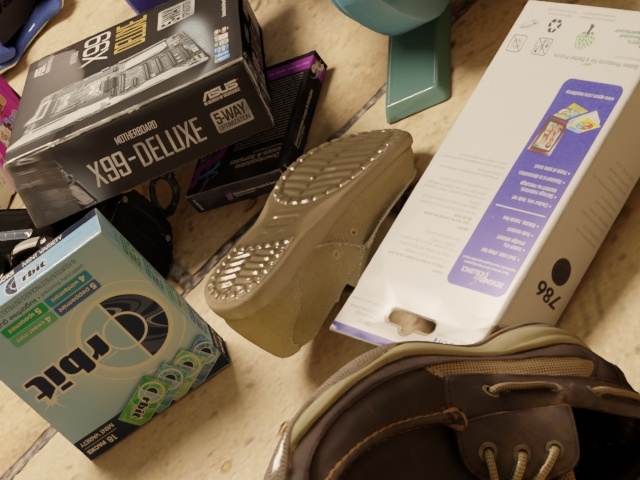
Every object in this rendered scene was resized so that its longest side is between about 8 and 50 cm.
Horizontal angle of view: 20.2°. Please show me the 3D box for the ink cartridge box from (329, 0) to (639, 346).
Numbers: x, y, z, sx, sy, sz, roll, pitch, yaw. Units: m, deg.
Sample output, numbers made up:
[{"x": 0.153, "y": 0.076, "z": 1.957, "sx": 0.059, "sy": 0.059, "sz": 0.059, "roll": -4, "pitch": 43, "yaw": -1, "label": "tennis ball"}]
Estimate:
[{"x": 0.155, "y": -0.037, "z": 1.415, "sx": 0.165, "sy": 0.065, "sz": 0.332, "roll": 18, "pitch": 71, "yaw": 50, "label": "ink cartridge box"}]

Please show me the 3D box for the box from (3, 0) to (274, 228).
[{"x": -0.173, "y": -0.144, "z": 1.747, "sx": 0.242, "sy": 0.076, "sz": 0.307, "roll": -23, "pitch": 23, "yaw": 6, "label": "box"}]

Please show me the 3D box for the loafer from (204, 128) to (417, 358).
[{"x": 0.000, "y": 0.000, "z": 1.521, "sx": 0.102, "sy": 0.092, "sz": 0.268, "roll": 1, "pitch": 37, "yaw": 42, "label": "loafer"}]

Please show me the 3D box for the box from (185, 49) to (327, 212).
[{"x": -0.061, "y": -0.106, "z": 1.739, "sx": 0.116, "sy": 0.029, "sz": 0.162, "roll": -15, "pitch": 42, "yaw": 33, "label": "box"}]

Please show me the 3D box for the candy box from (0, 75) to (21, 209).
[{"x": -0.405, "y": -0.084, "z": 1.925, "sx": 0.071, "sy": 0.159, "sz": 0.233, "roll": -12, "pitch": 44, "yaw": 36, "label": "candy box"}]

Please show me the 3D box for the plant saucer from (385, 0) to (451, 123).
[{"x": 0.091, "y": -0.190, "z": 1.696, "sx": 0.067, "sy": 0.018, "sz": 0.192, "roll": -22, "pitch": 40, "yaw": 25, "label": "plant saucer"}]

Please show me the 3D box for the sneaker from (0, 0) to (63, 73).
[{"x": -0.433, "y": -0.226, "z": 2.144, "sx": 0.296, "sy": 0.112, "sz": 0.131, "roll": -51, "pitch": 37, "yaw": -12, "label": "sneaker"}]

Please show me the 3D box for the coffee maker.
[{"x": -0.235, "y": 0.015, "z": 1.717, "sx": 0.178, "sy": 0.120, "sz": 0.171, "roll": -4, "pitch": 31, "yaw": 39, "label": "coffee maker"}]

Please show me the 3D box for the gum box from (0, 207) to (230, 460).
[{"x": -0.193, "y": 0.084, "z": 1.524, "sx": 0.157, "sy": 0.184, "sz": 0.041, "roll": -35, "pitch": 35, "yaw": 8, "label": "gum box"}]

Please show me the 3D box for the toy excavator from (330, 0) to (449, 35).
[{"x": -0.073, "y": -0.358, "z": 1.689, "sx": 0.445, "sy": 0.432, "sz": 0.222, "roll": -25, "pitch": -3, "yaw": 31, "label": "toy excavator"}]

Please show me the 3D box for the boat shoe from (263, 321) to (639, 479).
[{"x": 0.103, "y": 0.133, "z": 1.114, "sx": 0.130, "sy": 0.132, "sz": 0.355, "roll": 21, "pitch": 25, "yaw": 35, "label": "boat shoe"}]

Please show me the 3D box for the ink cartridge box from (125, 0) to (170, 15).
[{"x": -0.157, "y": -0.423, "z": 1.957, "sx": 0.395, "sy": 0.270, "sz": 0.151, "roll": -28, "pitch": 35, "yaw": 19, "label": "ink cartridge box"}]
